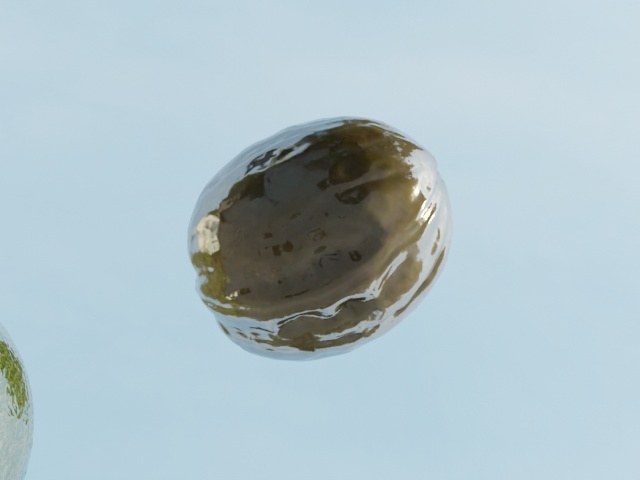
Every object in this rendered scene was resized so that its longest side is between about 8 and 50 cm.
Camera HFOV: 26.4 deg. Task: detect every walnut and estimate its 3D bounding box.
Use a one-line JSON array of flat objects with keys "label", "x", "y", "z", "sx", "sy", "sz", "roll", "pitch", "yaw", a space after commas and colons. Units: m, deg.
[{"label": "walnut", "x": 0.000, "y": -0.001, "z": 0.821, "sx": 0.162, "sy": 0.140, "sz": 0.140, "roll": -20, "pitch": -88, "yaw": 12}]

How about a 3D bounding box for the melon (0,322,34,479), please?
[{"label": "melon", "x": -0.163, "y": 0.072, "z": 0.477, "sx": 0.114, "sy": 0.167, "sz": 0.114, "roll": 3, "pitch": -72, "yaw": 9}]
